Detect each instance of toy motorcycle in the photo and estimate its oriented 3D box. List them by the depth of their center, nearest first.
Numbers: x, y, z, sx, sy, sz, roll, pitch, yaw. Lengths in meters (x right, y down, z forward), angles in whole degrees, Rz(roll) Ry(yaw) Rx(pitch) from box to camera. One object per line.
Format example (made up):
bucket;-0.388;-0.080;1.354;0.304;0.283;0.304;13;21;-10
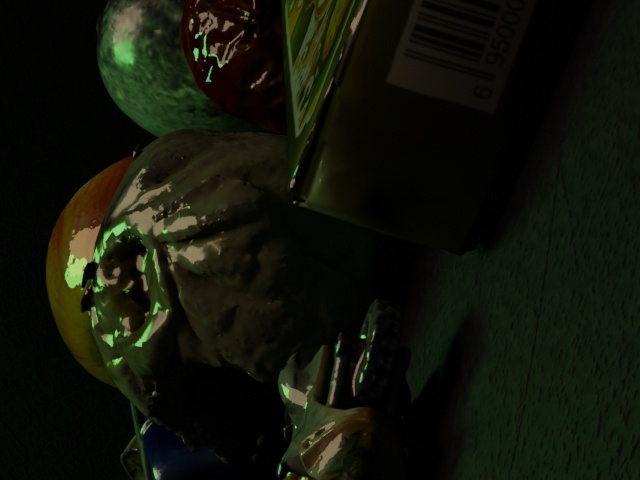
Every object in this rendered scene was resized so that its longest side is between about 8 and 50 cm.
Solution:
toy motorcycle;0.010;0.146;1.028;0.229;0.094;0.130;109;170;-46

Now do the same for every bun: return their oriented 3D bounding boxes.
bun;-0.083;0.028;1.252;0.281;0.204;0.282;-20;65;50

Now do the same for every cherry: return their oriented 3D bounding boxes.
cherry;-0.118;-0.216;1.812;0.255;0.296;0.218;101;174;-65

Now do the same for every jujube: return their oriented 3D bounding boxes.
jujube;-0.037;-0.230;1.597;0.213;0.212;0.232;180;106;-80

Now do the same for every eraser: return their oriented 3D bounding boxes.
eraser;-0.119;0.208;1.467;0.332;0.101;0.155;-133;31;-73

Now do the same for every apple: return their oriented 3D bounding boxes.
apple;-0.181;0.042;1.757;0.233;0.286;0.286;-76;8;-51

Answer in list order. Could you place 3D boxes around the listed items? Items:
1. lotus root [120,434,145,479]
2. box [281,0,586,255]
lotus root;-0.178;0.279;1.959;0.159;0.095;0.135;58;-143;-43
box;0.094;-0.247;1.085;0.420;0.138;0.373;-94;23;-63
